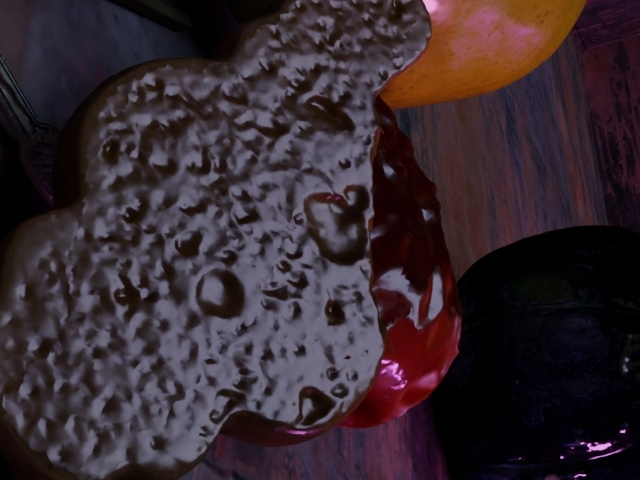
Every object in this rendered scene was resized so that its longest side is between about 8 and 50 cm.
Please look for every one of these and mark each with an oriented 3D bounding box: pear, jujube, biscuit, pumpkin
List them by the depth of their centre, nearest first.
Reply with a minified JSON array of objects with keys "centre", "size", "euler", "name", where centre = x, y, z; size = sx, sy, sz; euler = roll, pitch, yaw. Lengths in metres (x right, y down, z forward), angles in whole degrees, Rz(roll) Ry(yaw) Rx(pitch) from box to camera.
[{"centre":[-0.034,-0.017,0.495],"size":[0.183,0.047,0.319],"euler":[33,63,-21],"name":"biscuit"},{"centre":[0.000,0.000,0.632],"size":[0.155,0.155,0.230],"euler":[41,34,-56],"name":"jujube"},{"centre":[0.054,-0.225,0.741],"size":[0.294,0.294,0.294],"euler":[-14,90,-69],"name":"pear"},{"centre":[0.260,0.164,1.021],"size":[0.363,0.266,0.363],"euler":[-8,90,-69],"name":"pumpkin"}]

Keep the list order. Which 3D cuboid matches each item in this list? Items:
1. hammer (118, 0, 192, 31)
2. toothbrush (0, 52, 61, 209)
[{"centre":[-0.140,-0.151,0.542],"size":[0.292,0.029,0.058],"euler":[8,72,-69],"name":"hammer"},{"centre":[-0.157,-0.117,0.416],"size":[0.026,0.028,0.294],"euler":[-56,141,-33],"name":"toothbrush"}]
